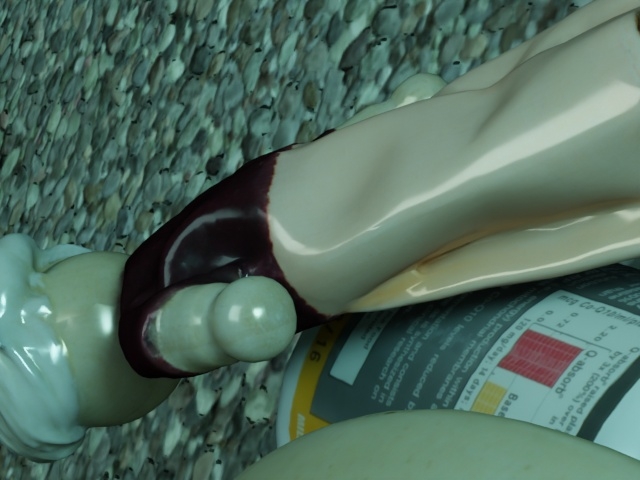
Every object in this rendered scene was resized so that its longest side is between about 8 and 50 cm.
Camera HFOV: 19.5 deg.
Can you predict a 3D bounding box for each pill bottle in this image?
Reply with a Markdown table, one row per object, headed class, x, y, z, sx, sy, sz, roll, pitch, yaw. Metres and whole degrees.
| class | x | y | z | sx | sy | sz | roll | pitch | yaw |
| --- | --- | --- | --- | --- | --- | --- | --- | --- | --- |
| pill bottle | 0.114 | 0.093 | 0.674 | 0.278 | 0.162 | 0.162 | 20 | 90 | 58 |

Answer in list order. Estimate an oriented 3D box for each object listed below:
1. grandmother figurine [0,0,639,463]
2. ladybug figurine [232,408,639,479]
| class | x | y | z | sx | sy | sz | roll | pitch | yaw |
| --- | --- | --- | --- | --- | --- | --- | --- | --- | --- |
| grandmother figurine | 0.000 | 0.000 | 0.679 | 0.342 | 0.208 | 0.104 | -24 | 93 | 28 |
| ladybug figurine | 0.030 | 0.221 | 0.578 | 0.305 | 0.162 | 0.449 | 48 | 147 | 14 |
